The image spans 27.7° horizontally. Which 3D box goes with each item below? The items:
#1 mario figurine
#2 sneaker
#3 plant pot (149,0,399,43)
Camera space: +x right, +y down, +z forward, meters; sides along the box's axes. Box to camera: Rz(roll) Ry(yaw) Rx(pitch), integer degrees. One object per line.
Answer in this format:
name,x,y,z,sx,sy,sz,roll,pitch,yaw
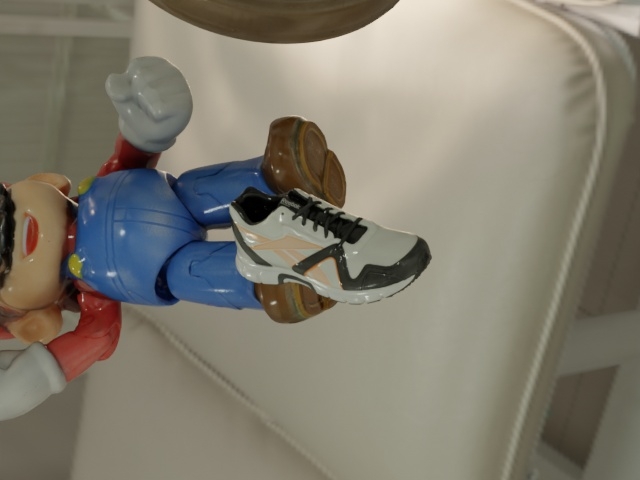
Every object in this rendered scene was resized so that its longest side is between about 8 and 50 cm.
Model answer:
mario figurine,-0.154,0.000,0.856,0.320,0.198,0.170,-7,126,23
sneaker,0.000,0.000,0.603,0.109,0.040,0.044,6,127,32
plant pot,-0.034,-0.255,0.876,0.237,0.237,0.110,62,154,25
